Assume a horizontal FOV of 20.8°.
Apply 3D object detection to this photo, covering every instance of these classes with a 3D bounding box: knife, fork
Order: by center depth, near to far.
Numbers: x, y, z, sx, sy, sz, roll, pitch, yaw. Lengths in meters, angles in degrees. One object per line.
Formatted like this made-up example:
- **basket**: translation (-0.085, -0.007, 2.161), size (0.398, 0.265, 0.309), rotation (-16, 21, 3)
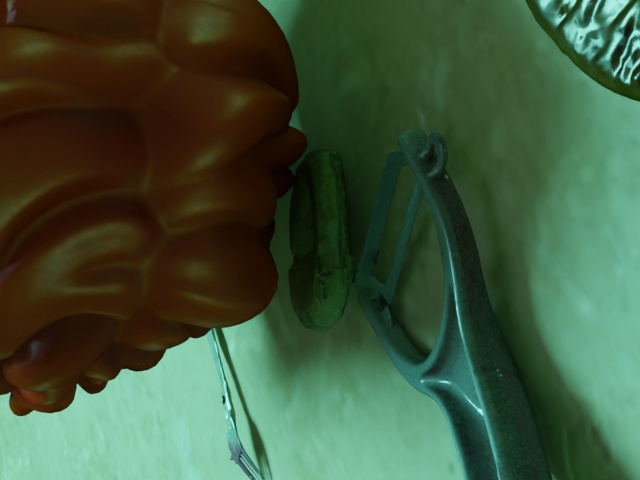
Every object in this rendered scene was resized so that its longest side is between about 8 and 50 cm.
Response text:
- **knife**: translation (0.063, 0.087, 0.657), size (0.123, 0.053, 0.278), rotation (97, 166, -48)
- **fork**: translation (-0.051, 0.080, 0.935), size (0.016, 0.012, 0.115), rotation (-42, 60, 50)

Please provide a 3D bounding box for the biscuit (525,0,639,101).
- **biscuit**: translation (0.114, -0.143, 0.541), size (0.212, 0.036, 0.212), rotation (30, 124, 57)

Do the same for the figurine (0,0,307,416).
- **figurine**: translation (-0.143, -0.090, 0.857), size (0.306, 0.241, 0.412), rotation (123, 148, -41)

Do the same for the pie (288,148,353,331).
- **pie**: translation (0.000, 0.000, 0.790), size (0.084, 0.020, 0.084), rotation (180, 90, -78)
